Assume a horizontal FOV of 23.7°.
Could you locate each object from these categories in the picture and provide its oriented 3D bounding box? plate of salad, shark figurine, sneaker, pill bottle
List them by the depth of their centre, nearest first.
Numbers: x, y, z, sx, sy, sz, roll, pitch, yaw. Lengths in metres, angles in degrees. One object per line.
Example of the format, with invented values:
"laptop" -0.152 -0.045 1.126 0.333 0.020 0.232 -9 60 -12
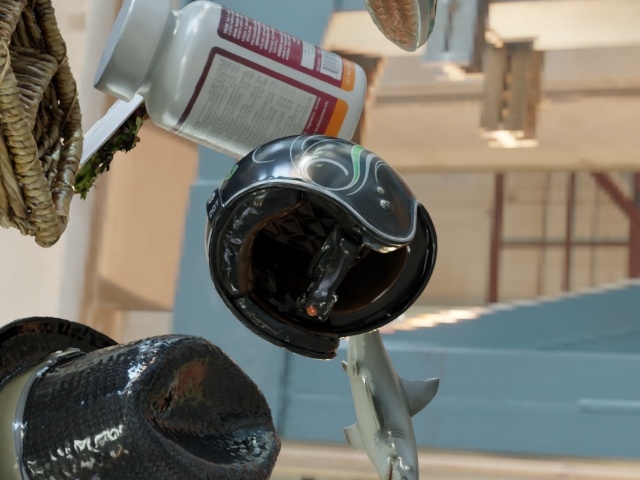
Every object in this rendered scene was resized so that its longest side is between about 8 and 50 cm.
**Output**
"pill bottle" -0.080 -0.140 1.355 0.121 0.221 0.121 -158 90 -76
"plate of salad" -0.229 -0.109 1.664 0.048 0.200 0.200 44 -141 -10
"shark figurine" 0.086 0.149 1.768 0.166 0.116 0.278 176 86 -73
"sneaker" 0.120 -0.358 1.844 0.121 0.108 0.302 -40 -30 -22

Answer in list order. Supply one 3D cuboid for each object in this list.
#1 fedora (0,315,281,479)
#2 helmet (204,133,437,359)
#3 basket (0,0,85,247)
"fedora" -0.134 0.175 1.259 0.334 0.152 0.334 49 -155 -32
"helmet" 0.000 0.000 1.143 0.161 0.169 0.169 -42 -51 -70
"basket" -0.282 -0.163 1.280 0.299 0.223 0.213 -99 29 -69
